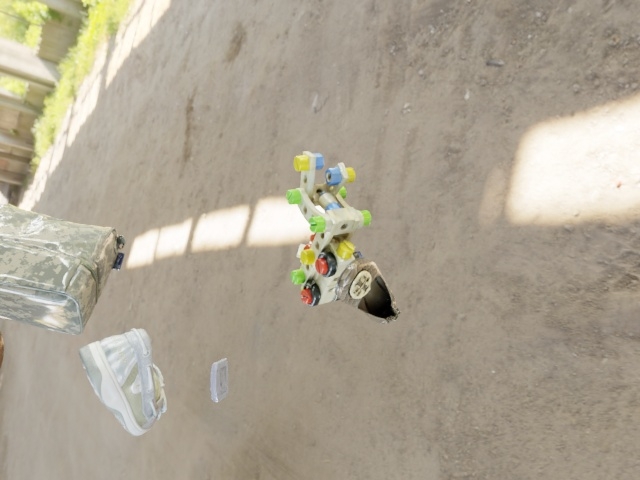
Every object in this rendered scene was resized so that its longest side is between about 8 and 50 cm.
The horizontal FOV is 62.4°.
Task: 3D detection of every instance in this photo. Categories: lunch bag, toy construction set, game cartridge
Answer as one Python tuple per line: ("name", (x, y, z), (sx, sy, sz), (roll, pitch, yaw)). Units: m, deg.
("lunch bag", (-0.648, 0.051, 1.242), (0.212, 0.305, 0.256), (113, 168, -53))
("toy construction set", (0.000, 0.000, 1.062), (0.328, 0.151, 0.215), (96, 151, -55))
("game cartridge", (-0.217, 0.300, 1.134), (0.017, 0.056, 0.083), (-1, 89, 15))

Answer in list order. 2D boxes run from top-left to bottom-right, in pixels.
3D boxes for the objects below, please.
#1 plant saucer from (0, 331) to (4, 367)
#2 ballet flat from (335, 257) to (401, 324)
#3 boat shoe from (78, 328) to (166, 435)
("plant saucer", (-0.683, 0.208, 0.954), (0.036, 0.198, 0.199), (112, 164, -77))
("ballet flat", (0.089, 0.096, 0.894), (0.058, 0.250, 0.084), (39, 84, 29))
("boat shoe", (-0.311, 0.242, 0.900), (0.118, 0.103, 0.320), (52, 158, 27))
